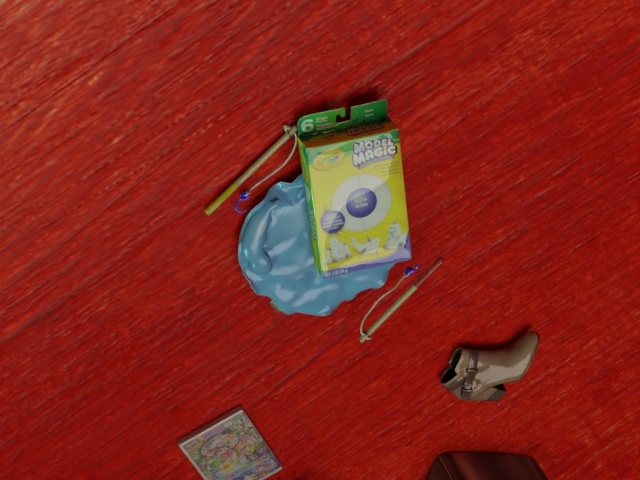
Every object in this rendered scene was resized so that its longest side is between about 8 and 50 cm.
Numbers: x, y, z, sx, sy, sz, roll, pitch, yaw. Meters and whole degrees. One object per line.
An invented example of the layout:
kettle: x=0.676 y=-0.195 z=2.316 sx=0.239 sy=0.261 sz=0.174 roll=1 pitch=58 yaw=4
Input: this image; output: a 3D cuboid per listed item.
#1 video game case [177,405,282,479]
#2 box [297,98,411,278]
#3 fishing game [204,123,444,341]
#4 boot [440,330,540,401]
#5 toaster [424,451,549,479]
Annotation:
video game case: x=-0.108 y=0.258 z=1.833 sx=0.087 sy=0.011 sz=0.122 roll=-30 pitch=130 yaw=0
box: x=0.037 y=-0.055 z=1.610 sx=0.105 sy=0.043 sz=0.179 roll=-13 pitch=115 yaw=-10
fishing game: x=0.000 y=0.000 z=1.672 sx=0.264 sy=0.041 sz=0.189 roll=36 pitch=104 yaw=-28
boot: x=0.205 y=0.149 z=1.865 sx=0.087 sy=0.042 sz=0.118 roll=23 pitch=106 yaw=-25
toaster: x=0.213 y=0.365 z=1.978 sx=0.168 sy=0.110 sz=0.186 roll=6 pitch=122 yaw=-26
